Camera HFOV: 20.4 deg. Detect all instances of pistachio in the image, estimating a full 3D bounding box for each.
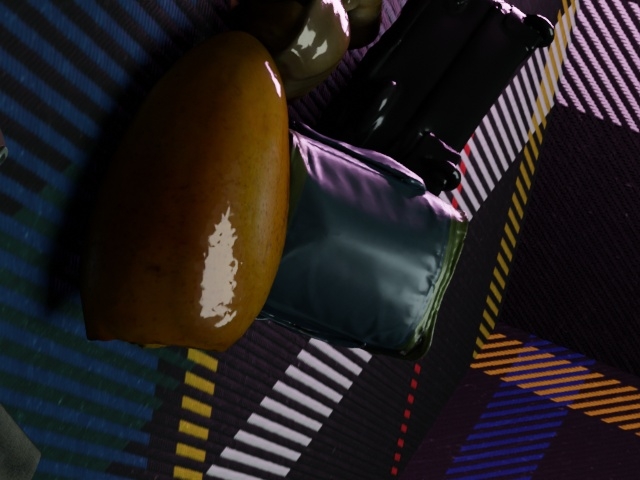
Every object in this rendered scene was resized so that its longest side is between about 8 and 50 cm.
[{"bbox_3d":[-0.034,-0.224,1.922,0.210,0.131,0.165,-66,180,-81],"label":"pistachio"}]

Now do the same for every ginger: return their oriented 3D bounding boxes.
[{"bbox_3d":[0.042,-0.333,2.127,0.148,0.081,0.334,-51,162,-1],"label":"ginger"}]

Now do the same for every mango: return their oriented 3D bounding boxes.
[{"bbox_3d":[-0.117,-0.049,1.764,0.199,0.201,0.350,157,-49,-72],"label":"mango"}]

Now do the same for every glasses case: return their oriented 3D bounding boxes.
[{"bbox_3d":[-0.316,0.188,1.658,0.071,0.047,0.205,-62,164,-19],"label":"glasses case"}]

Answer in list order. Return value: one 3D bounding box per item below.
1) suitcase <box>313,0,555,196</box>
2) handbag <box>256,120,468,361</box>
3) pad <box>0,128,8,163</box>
[{"bbox_3d":[0.108,-0.153,2.292,0.345,0.188,0.339,-57,-176,-34],"label":"suitcase"},{"bbox_3d":[0.000,0.000,1.974,0.263,0.241,0.222,6,-105,64],"label":"handbag"},{"bbox_3d":[-0.295,-0.088,1.431,0.113,0.006,0.187,-58,161,-31],"label":"pad"}]
